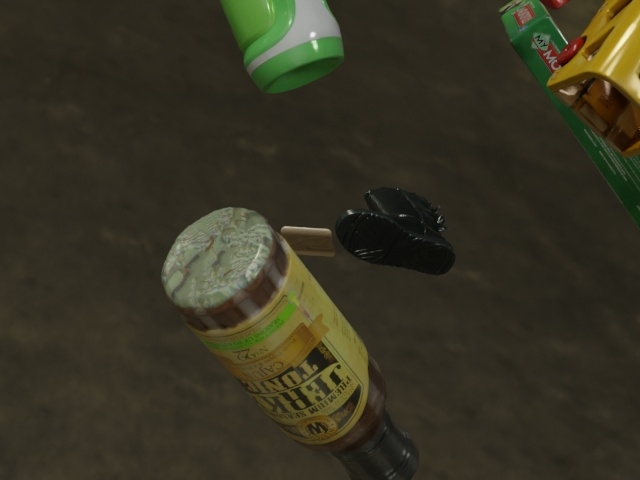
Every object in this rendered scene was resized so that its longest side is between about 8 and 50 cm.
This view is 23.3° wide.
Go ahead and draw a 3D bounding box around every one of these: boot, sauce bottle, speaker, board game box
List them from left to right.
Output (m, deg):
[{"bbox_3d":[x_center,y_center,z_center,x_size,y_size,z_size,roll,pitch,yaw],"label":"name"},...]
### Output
[{"bbox_3d":[-0.076,-0.333,1.874,0.131,0.131,0.296,-13,78,-53],"label":"speaker"},{"bbox_3d":[-0.010,0.112,1.371,0.344,0.111,0.111,51,8,-41],"label":"sauce bottle"},{"bbox_3d":[0.060,-0.017,1.362,0.121,0.045,0.099,17,25,-21],"label":"boot"},{"bbox_3d":[0.286,-0.096,1.534,0.317,0.046,0.213,53,13,-11],"label":"board game box"}]

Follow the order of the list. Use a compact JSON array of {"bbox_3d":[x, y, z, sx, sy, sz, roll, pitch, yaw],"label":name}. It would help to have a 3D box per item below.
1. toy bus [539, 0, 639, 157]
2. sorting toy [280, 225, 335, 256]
[{"bbox_3d":[0.274,-0.164,1.211,0.191,0.202,0.104,-7,-3,-21],"label":"toy bus"},{"bbox_3d":[0.000,0.000,1.736,0.083,0.062,0.012,3,65,7],"label":"sorting toy"}]
